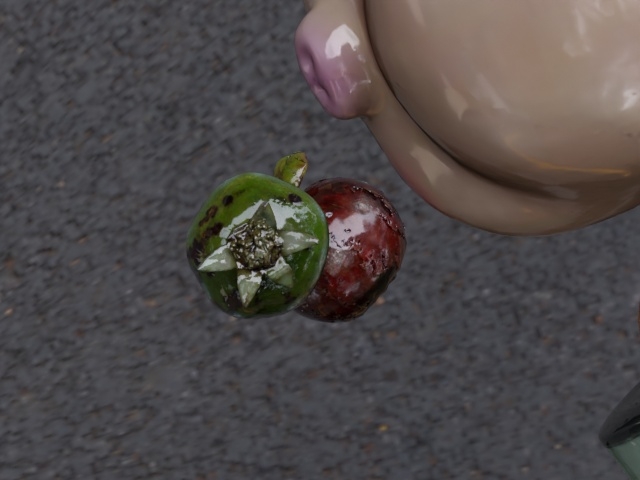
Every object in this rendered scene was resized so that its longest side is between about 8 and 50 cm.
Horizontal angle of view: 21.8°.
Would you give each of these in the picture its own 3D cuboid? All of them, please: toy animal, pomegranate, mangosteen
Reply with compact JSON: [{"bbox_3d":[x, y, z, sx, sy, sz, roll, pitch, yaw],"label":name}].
[{"bbox_3d":[0.074,-0.090,0.507,0.165,0.149,0.248,55,17,-15],"label":"toy animal"},{"bbox_3d":[-0.056,0.012,1.585,0.148,0.169,0.148,-2,110,-7],"label":"pomegranate"},{"bbox_3d":[0.000,0.000,1.788,0.180,0.166,0.166,33,62,-1],"label":"mangosteen"}]

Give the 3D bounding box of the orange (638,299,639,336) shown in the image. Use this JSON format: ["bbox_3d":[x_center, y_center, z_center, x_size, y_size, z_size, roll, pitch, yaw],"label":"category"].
[{"bbox_3d":[0.296,0.061,1.199,0.135,0.117,0.135,-2,54,3],"label":"orange"}]

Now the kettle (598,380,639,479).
[{"bbox_3d":[0.449,0.213,1.320,0.250,0.361,0.377,-36,85,-36],"label":"kettle"}]
